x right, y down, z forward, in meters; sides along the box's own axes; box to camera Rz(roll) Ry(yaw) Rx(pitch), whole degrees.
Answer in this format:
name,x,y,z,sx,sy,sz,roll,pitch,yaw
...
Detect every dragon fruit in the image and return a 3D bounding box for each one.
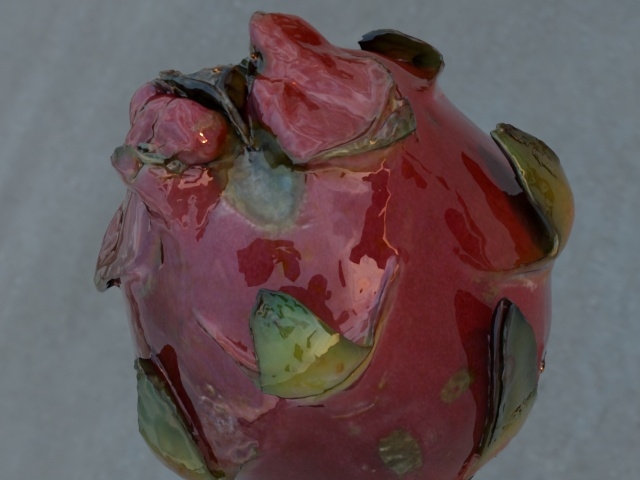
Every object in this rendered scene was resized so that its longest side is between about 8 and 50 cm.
name,x,y,z,sx,sy,sz,roll,pitch,yaw
dragon fruit,0.000,0.000,1.212,0.226,0.305,0.305,78,-170,-57
